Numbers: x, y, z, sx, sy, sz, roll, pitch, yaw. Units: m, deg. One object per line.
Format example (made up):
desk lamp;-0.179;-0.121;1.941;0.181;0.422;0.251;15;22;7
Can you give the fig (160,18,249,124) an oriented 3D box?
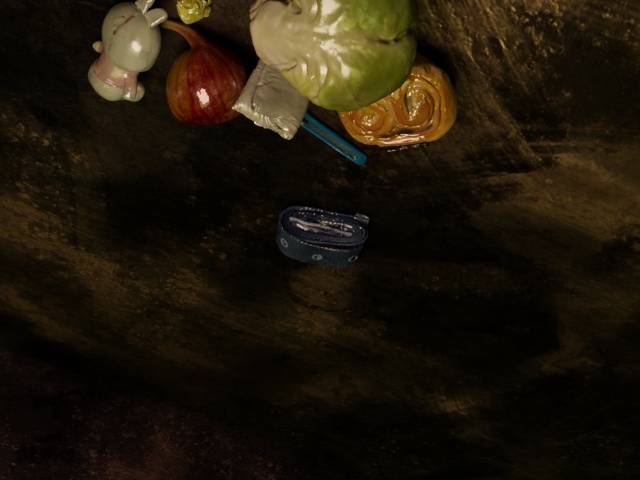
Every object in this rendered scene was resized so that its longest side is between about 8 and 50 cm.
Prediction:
fig;-0.229;-0.334;1.855;0.175;0.175;0.207;1;114;14

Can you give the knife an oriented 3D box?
knife;-0.012;-0.245;2.007;0.296;0.026;0.044;33;127;-25

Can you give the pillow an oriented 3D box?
pillow;-0.073;-0.303;1.835;0.134;0.181;0.078;30;167;-28

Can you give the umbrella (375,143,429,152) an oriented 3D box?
umbrella;0.174;-0.200;2.027;0.122;0.013;0.022;-6;162;20

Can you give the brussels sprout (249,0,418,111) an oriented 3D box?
brussels sprout;0.034;-0.360;1.658;0.317;0.242;0.274;-19;126;33

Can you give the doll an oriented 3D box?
doll;-0.384;-0.368;1.851;0.155;0.113;0.275;57;143;15

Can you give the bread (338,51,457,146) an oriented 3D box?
bread;0.150;-0.273;1.846;0.236;0.120;0.198;-3;140;20

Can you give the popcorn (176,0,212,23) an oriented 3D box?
popcorn;-0.242;-0.442;1.784;0.059;0.068;0.083;28;-174;16

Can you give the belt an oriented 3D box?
belt;0.000;0.000;2.247;0.218;0.122;0.128;13;147;-3
